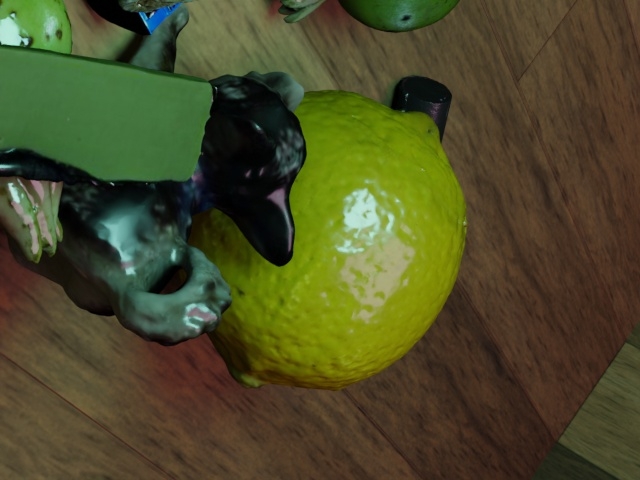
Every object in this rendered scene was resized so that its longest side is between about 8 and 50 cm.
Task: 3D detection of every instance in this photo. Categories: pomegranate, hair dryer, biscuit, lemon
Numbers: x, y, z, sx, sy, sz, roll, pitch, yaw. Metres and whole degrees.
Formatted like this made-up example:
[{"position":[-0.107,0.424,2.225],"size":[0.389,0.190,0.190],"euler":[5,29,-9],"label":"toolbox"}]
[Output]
[{"position":[-0.299,-0.113,1.183],"size":[0.204,0.222,0.276],"euler":[-3,83,-37],"label":"pomegranate"},{"position":[0.065,-0.127,1.885],"size":[0.248,0.071,0.114],"euler":[-19,131,-42],"label":"hair dryer"},{"position":[0.052,-0.307,1.626],"size":[0.225,0.187,0.187],"euler":[-22,139,-8],"label":"pomegranate"},{"position":[-0.205,-0.093,1.123],"size":[0.322,0.038,0.099],"euler":[2,103,-50],"label":"biscuit"},{"position":[0.001,-0.002,1.660],"size":[0.336,0.336,0.336],"euler":[-35,141,-34],"label":"lemon"}]

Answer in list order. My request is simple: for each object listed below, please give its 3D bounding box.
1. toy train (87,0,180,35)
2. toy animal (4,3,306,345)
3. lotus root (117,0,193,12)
[{"position":[-0.177,-0.299,1.371],"size":[0.131,0.083,0.204],"euler":[-48,147,-15],"label":"toy train"},{"position":[-0.133,-0.053,1.432],"size":[0.344,0.303,0.194],"euler":[-40,147,-29],"label":"toy animal"},{"position":[-0.180,-0.346,1.197],"size":[0.175,0.175,0.349],"euler":[-2,78,-55],"label":"lotus root"}]
